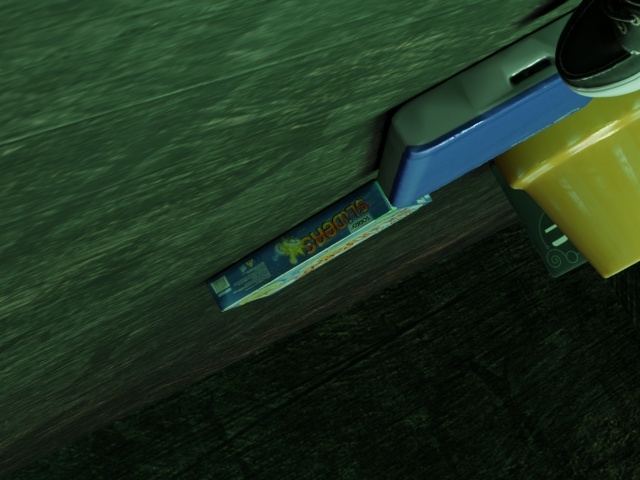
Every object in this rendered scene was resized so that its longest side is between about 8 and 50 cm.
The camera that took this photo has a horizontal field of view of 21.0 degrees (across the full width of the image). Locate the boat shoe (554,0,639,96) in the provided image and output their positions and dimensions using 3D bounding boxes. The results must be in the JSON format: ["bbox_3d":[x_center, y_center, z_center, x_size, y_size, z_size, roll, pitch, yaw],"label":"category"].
[{"bbox_3d":[0.217,-0.159,1.086,0.076,0.080,0.228,-2,161,-40],"label":"boat shoe"}]

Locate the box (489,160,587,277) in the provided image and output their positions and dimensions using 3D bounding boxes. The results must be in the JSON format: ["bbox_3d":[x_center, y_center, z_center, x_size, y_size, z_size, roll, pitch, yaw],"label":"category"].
[{"bbox_3d":[0.363,-0.095,2.020,0.270,0.165,0.143,-33,174,40],"label":"box"}]

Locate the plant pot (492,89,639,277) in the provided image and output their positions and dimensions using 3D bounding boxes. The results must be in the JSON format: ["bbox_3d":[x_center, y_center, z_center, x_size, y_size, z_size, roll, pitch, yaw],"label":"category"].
[{"bbox_3d":[0.309,-0.070,1.831,0.205,0.188,0.205,-29,175,-3],"label":"plant pot"}]

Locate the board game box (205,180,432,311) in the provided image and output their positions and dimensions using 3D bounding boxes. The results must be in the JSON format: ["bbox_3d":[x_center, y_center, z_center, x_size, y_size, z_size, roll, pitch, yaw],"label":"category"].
[{"bbox_3d":[0.000,0.000,1.685,0.201,0.035,0.136,-31,175,21],"label":"board game box"}]

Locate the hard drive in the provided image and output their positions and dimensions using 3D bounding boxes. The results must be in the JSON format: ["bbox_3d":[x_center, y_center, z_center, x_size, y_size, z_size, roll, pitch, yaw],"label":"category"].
[{"bbox_3d":[0.148,-0.108,1.383,0.210,0.040,0.318,-29,175,-3],"label":"hard drive"}]
